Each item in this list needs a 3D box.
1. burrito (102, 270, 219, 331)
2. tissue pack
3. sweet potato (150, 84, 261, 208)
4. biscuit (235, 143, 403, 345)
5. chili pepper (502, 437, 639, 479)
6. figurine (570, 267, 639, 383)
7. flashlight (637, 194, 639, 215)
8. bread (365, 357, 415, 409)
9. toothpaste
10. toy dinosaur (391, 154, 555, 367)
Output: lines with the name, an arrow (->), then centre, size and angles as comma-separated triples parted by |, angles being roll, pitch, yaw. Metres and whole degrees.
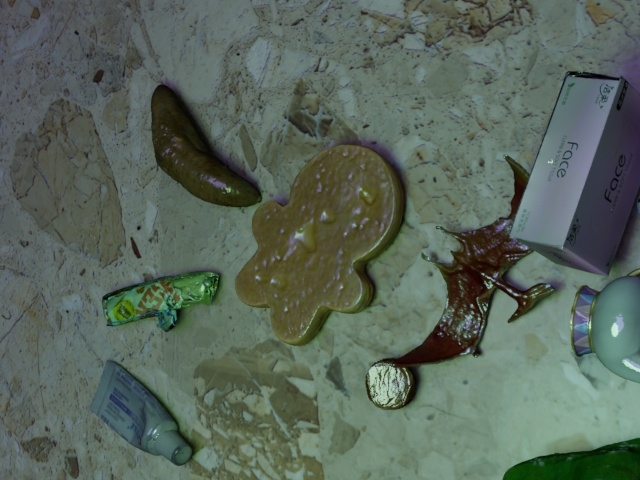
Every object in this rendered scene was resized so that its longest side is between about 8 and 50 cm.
burrito -> -0.303, 0.123, 1.734 | 0.288, 0.054, 0.104 | -16, 75, 29
tissue pack -> 0.372, -0.090, 1.280 | 0.093, 0.149, 0.246 | 16, 84, 45
sweet potato -> -0.248, -0.162, 1.730 | 0.114, 0.092, 0.341 | -38, 62, -6
biscuit -> 0.001, 0.000, 1.570 | 0.275, 0.052, 0.354 | 38, 101, 30
chili pepper -> 0.415, 0.359, 1.193 | 0.385, 0.167, 0.213 | -10, 79, 29
figurine -> 0.472, 0.115, 1.215 | 0.264, 0.142, 0.189 | 2, 60, 31
flashlight -> 0.502, -0.066, 1.282 | 0.129, 0.051, 0.051 | -28, 69, 18
bread -> 0.112, 0.227, 1.466 | 0.085, 0.053, 0.084 | -1, 85, 11
toothpaste -> -0.336, 0.329, 1.724 | 0.282, 0.068, 0.099 | 28, 69, 38
toy dinosaur -> 0.223, 0.053, 1.393 | 0.327, 0.113, 0.206 | -38, 65, 23
